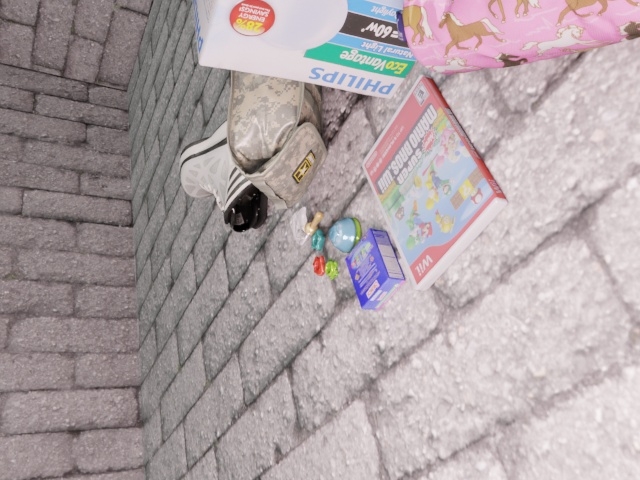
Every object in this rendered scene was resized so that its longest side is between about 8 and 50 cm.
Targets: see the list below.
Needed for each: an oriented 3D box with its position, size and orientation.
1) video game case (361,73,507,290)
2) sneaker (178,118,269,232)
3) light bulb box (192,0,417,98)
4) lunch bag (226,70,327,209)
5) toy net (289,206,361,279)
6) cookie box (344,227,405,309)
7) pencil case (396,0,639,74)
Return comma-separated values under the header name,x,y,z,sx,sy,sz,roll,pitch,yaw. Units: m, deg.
name,x,y,z,sx,sy,sz,roll,pitch,yaw
video game case,0.161,-0.094,0.906,0.204,0.025,0.285,-56,40,39
sneaker,-0.266,-0.133,1.522,0.447,0.169,0.258,-25,61,54
light bulb box,0.016,-0.438,0.872,0.361,0.357,0.225,126,141,-51
lunch bag,-0.080,-0.219,1.133,0.235,0.168,0.287,46,-135,-75
toy net,0.000,0.000,1.156,0.232,0.045,0.122,24,107,61
cookie box,0.091,0.050,0.982,0.092,0.040,0.107,-54,40,41
pencil case,0.254,-0.290,0.636,0.386,0.167,0.160,11,96,58
